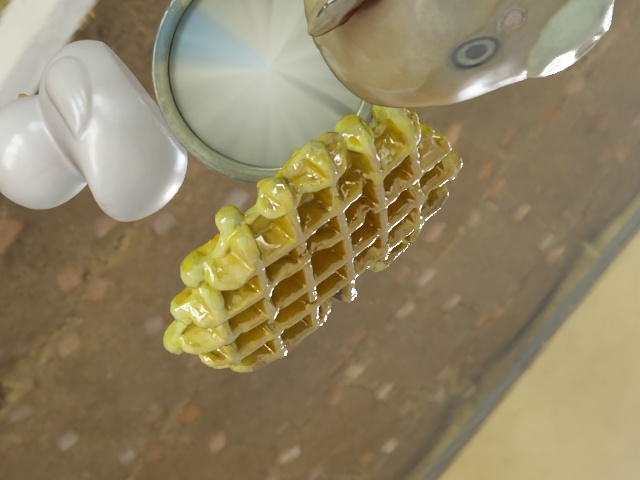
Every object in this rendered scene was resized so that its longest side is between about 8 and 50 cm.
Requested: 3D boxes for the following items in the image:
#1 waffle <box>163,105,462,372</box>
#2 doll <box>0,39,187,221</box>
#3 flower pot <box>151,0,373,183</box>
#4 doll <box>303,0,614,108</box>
[{"bbox_3d":[0.000,0.001,1.126,0.283,0.065,0.309,-7,-40,-53],"label":"waffle"},{"bbox_3d":[-0.280,-0.108,1.490,0.221,0.251,0.221,-25,-38,-21],"label":"doll"},{"bbox_3d":[-0.049,-0.173,1.255,0.212,0.212,0.202,-51,9,9],"label":"flower pot"},{"bbox_3d":[0.133,-0.199,0.723,0.330,0.174,0.235,-34,-2,11],"label":"doll"}]
